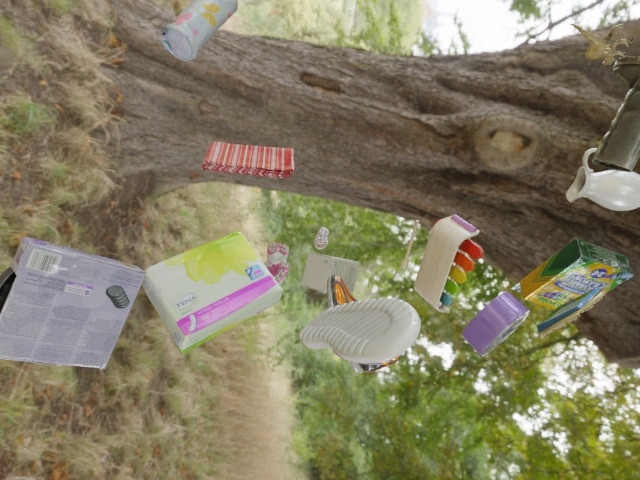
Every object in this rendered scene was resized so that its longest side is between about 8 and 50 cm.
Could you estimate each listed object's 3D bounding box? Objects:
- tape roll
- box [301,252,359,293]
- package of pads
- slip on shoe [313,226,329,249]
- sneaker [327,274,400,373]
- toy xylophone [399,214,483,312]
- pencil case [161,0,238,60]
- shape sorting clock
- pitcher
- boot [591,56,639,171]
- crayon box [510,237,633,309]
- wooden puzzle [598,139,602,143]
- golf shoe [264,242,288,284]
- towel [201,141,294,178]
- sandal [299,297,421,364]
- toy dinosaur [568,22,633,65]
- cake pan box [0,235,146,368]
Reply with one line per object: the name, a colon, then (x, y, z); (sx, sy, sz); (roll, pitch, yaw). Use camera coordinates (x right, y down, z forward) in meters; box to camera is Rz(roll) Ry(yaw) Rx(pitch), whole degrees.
tape roll: (0.501, 0.239, 1.428); (0.189, 0.080, 0.188); (-31, 150, -21)
box: (0.045, 0.141, 2.105); (0.232, 0.127, 0.148); (13, 90, -56)
package of pads: (-0.281, 0.119, 1.288); (0.297, 0.229, 0.101); (-26, 158, -30)
slip on shoe: (0.000, 0.000, 1.832); (0.135, 0.052, 0.041); (-79, -165, -56)
sneaker: (0.140, 0.224, 1.424); (0.124, 0.180, 0.320); (-75, 145, -65)
toy xylophone: (0.371, 0.062, 1.576); (0.236, 0.081, 0.322); (53, -43, 41)
pencil case: (-0.359, -0.660, 1.491); (0.113, 0.124, 0.273); (47, 60, -31)
shape sorting clock: (0.664, 0.192, 1.319); (0.040, 0.206, 0.206); (57, 0, 13)
pitcher: (0.896, -0.186, 1.536); (0.125, 0.207, 0.177); (-71, 171, -68)
boot: (0.589, -0.243, 0.961); (0.189, 0.076, 0.208); (-70, 174, -73)
crayon box: (0.825, 0.141, 1.661); (0.323, 0.203, 0.083); (122, -19, -48)
wooden puzzle: (1.021, -0.346, 1.695); (0.116, 0.079, 0.014); (-21, -112, 52)
golf shoe: (-0.193, 0.135, 2.115); (0.306, 0.116, 0.140); (-79, 179, -59)
towel: (-0.218, -0.259, 1.557); (0.198, 0.275, 0.031); (-92, -172, -58)
sandal: (0.091, 0.202, 1.045); (0.169, 0.102, 0.416); (-39, -169, -20)
toy dinosaur: (0.663, -0.457, 1.161); (0.093, 0.183, 0.053); (-19, -123, 49)
cake pan box: (-0.547, 0.141, 1.064); (0.267, 0.070, 0.245); (21, 90, -43)
